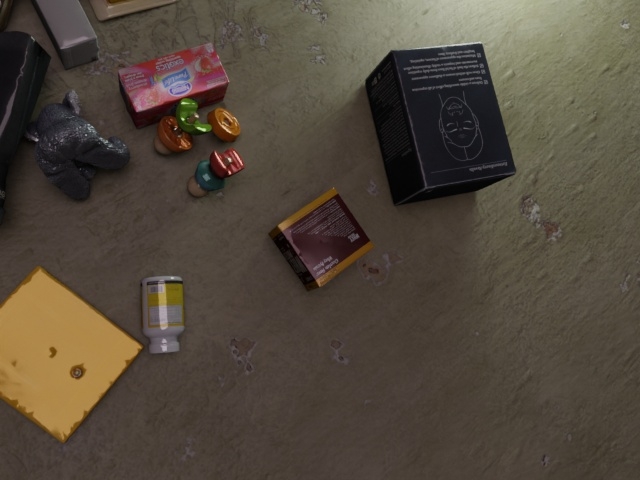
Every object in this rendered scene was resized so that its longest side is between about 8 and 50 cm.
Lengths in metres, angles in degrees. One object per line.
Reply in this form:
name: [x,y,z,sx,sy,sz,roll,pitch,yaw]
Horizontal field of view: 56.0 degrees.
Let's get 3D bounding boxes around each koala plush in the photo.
koala plush: [-0.617,-0.255,1.460,0.196,0.203,0.221,-37,63,3]

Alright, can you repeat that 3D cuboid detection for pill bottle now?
pill bottle: [-0.389,0.183,1.486,0.103,0.103,0.184,-2,82,-16]

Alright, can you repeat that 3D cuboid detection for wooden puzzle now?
wooden puzzle: [-0.527,-0.724,1.626,0.239,0.044,0.221,-25,89,-18]

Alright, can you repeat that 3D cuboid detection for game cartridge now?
game cartridge: [-0.639,0.267,1.433,0.324,0.053,0.285,39,73,-4]

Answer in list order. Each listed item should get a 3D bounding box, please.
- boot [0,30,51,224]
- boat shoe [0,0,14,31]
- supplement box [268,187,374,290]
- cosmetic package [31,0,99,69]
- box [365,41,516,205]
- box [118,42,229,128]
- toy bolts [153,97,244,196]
boot: [-0.859,-0.279,1.382,0.367,0.146,0.445,9,81,-4]
boat shoe: [-0.790,-0.609,1.493,0.068,0.072,0.190,27,101,1]
supplement box: [0.000,0.000,1.615,0.191,0.129,0.194,-35,91,-18]
cosmetic package: [-0.656,-0.572,1.521,0.107,0.127,0.238,-24,86,-20]
box: [0.336,-0.330,1.723,0.294,0.212,0.395,-10,83,-18]
box: [-0.383,-0.402,1.571,0.257,0.128,0.122,-24,88,-19]
toy bolts: [-0.309,-0.230,1.588,0.228,0.158,0.218,60,30,8]
